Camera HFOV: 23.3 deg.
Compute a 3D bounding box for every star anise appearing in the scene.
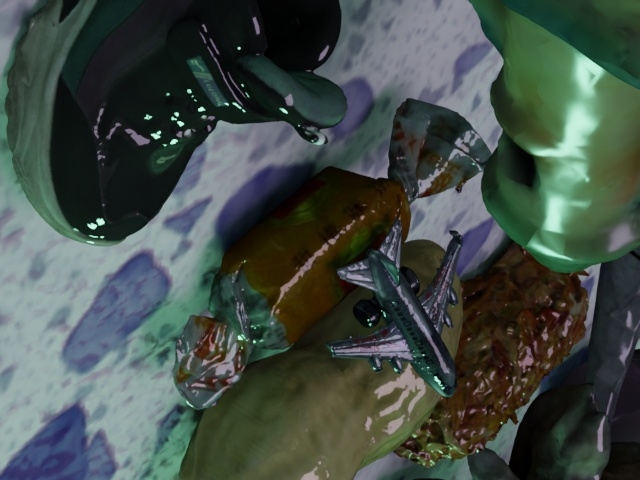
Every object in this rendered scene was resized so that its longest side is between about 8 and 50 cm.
[{"bbox_3d":[0.120,0.187,0.930,0.236,0.093,0.229,-16,122,-7],"label":"star anise"}]

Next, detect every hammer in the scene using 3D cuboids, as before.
[{"bbox_3d":[0.186,0.095,0.977,0.044,0.152,0.426,-49,152,-65],"label":"hammer"}]

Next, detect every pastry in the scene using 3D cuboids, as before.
[{"bbox_3d":[0.098,0.063,0.863,0.169,0.063,0.087,-42,145,-26],"label":"pastry"}]

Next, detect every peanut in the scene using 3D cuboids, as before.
[{"bbox_3d":[0.004,0.072,0.713,0.187,0.082,0.082,-43,148,-26],"label":"peanut"}]

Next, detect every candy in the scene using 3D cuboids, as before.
[{"bbox_3d":[0.000,0.000,0.668,0.182,0.046,0.053,-39,140,-22],"label":"candy"}]

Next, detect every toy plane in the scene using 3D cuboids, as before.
[{"bbox_3d":[0.037,0.034,0.665,0.078,0.031,0.083,-39,122,-19],"label":"toy plane"}]

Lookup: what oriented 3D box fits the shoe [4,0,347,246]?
[{"bbox_3d":[-0.033,-0.062,0.496,0.071,0.099,0.169,-12,128,-56],"label":"shoe"}]

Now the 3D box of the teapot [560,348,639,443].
[{"bbox_3d":[0.210,0.128,1.086,0.146,0.148,0.116,18,67,-53],"label":"teapot"}]

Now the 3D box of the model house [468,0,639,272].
[{"bbox_3d":[0.149,-0.155,0.569,0.312,0.245,0.280,-46,157,-20],"label":"model house"}]
